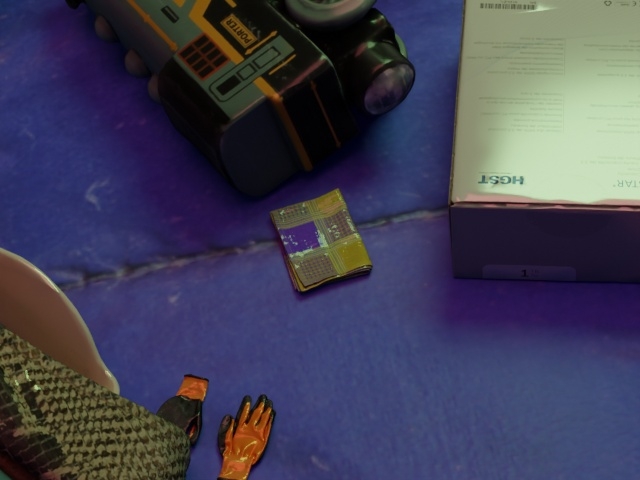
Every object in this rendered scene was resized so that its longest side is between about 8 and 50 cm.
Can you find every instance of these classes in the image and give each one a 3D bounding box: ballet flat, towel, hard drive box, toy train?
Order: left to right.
[{"bbox_3d":[-0.285,0.042,1.034,0.483,0.164,0.182,37,47,-9],"label":"ballet flat"},{"bbox_3d":[-0.073,-0.185,1.290,0.190,0.142,0.334,-37,57,-9],"label":"toy train"},{"bbox_3d":[0.000,0.000,1.213,0.060,0.009,0.083,-16,53,-6],"label":"towel"},{"bbox_3d":[0.191,-0.088,1.210,0.181,0.089,0.232,2,53,8],"label":"hard drive box"}]

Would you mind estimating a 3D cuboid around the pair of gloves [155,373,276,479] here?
[{"bbox_3d":[-0.075,0.129,1.122,0.083,0.010,0.074,13,55,16],"label":"pair of gloves"}]
